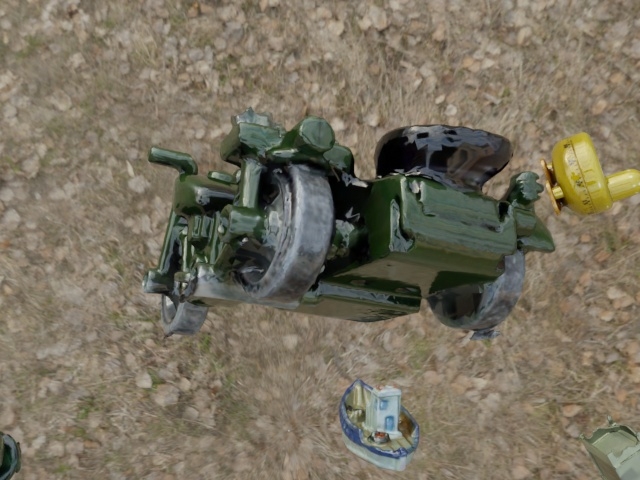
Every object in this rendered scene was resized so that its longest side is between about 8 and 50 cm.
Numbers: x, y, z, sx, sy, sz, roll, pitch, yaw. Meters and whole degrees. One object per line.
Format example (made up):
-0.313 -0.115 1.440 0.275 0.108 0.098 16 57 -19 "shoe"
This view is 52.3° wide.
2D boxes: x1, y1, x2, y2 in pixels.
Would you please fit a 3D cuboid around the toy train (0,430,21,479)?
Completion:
-0.402 0.295 0.616 0.203 0.120 0.300 0 69 -18 "toy train"

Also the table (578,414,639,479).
0.429 0.307 0.928 0.062 0.079 0.083 -33 99 -6 "table"

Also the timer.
0.341 -0.085 0.819 0.109 0.107 0.107 -19 73 24 "timer"

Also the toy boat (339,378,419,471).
0.092 0.282 1.065 0.114 0.262 0.115 1 89 -12 "toy boat"

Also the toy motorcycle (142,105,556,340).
0.000 0.000 0.425 0.205 0.275 0.127 10 74 -27 "toy motorcycle"
